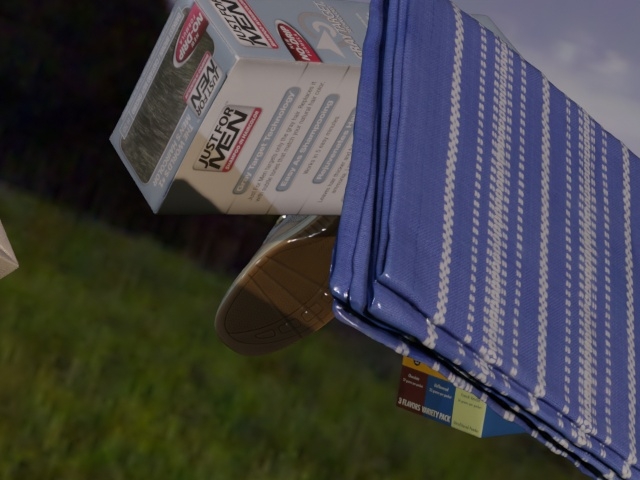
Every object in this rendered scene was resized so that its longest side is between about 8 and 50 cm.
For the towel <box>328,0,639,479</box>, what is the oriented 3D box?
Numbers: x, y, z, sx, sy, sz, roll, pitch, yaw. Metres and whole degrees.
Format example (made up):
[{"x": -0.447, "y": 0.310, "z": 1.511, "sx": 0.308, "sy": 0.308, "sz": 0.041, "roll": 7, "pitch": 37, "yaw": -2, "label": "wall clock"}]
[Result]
[{"x": 0.137, "y": 0.023, "z": 0.988, "sx": 0.336, "sy": 0.243, "sz": 0.040, "roll": 36, "pitch": -48, "yaw": -30, "label": "towel"}]

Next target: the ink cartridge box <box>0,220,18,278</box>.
[{"x": -0.420, "y": 0.037, "z": 1.841, "sx": 0.067, "sy": 0.198, "sz": 0.115, "roll": 63, "pitch": 11, "yaw": 25, "label": "ink cartridge box"}]

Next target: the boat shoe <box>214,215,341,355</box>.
[{"x": 0.000, "y": 0.000, "z": 1.984, "sx": 0.109, "sy": 0.302, "sz": 0.098, "roll": 42, "pitch": 1, "yaw": -20, "label": "boat shoe"}]

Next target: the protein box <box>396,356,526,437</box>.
[{"x": 0.215, "y": 0.107, "z": 2.109, "sx": 0.199, "sy": 0.201, "sz": 0.136, "roll": 0, "pitch": 12, "yaw": -44, "label": "protein box"}]

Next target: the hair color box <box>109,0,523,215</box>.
[{"x": 0.009, "y": -0.125, "z": 1.735, "sx": 0.374, "sy": 0.185, "sz": 0.114, "roll": -1, "pitch": 43, "yaw": -40, "label": "hair color box"}]
